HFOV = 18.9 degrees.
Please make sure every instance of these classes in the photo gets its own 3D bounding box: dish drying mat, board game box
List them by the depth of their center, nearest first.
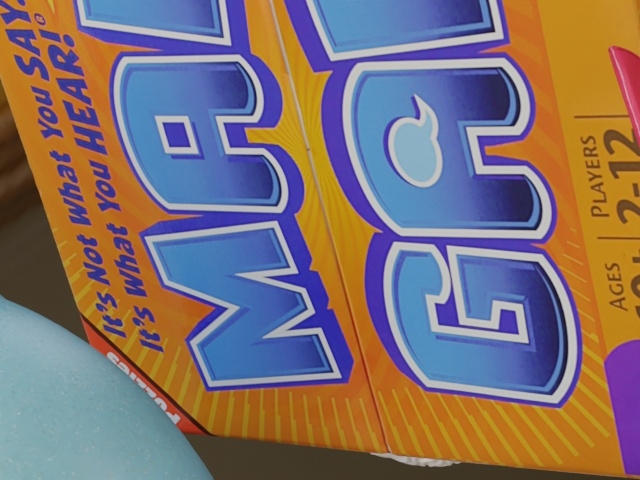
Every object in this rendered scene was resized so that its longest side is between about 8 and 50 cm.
[{"bbox_3d":[0.130,-0.034,0.732,0.008,0.083,0.032,-24,-21,27],"label":"dish drying mat"},{"bbox_3d":[0.075,-0.129,1.032,0.356,0.356,0.356,-47,-50,-48],"label":"board game box"}]

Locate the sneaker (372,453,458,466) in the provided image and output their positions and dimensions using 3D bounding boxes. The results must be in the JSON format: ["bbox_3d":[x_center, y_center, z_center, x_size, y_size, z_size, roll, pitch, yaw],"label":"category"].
[{"bbox_3d":[0.000,0.000,1.404,0.137,0.366,0.210,-58,-5,36],"label":"sneaker"}]

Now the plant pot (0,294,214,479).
[{"bbox_3d":[-0.134,0.177,0.817,0.293,0.196,0.293,20,-90,-74],"label":"plant pot"}]
